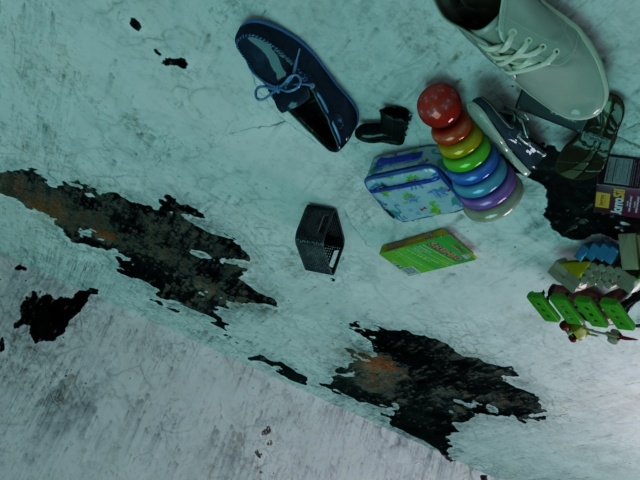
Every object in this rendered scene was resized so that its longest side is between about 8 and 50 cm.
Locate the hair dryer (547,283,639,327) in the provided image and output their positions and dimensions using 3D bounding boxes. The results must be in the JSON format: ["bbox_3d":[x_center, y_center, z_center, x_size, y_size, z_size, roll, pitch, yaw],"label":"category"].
[{"bbox_3d":[0.722,0.142,2.040,0.293,0.080,0.224,2,143,27],"label":"hair dryer"}]

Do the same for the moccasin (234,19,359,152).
[{"bbox_3d":[-0.043,-0.316,1.692,0.342,0.117,0.137,36,148,-27],"label":"moccasin"}]

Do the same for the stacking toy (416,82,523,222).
[{"bbox_3d":[0.300,-0.194,1.694,0.141,0.141,0.330,-6,135,39],"label":"stacking toy"}]

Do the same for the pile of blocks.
[{"bbox_3d":[0.711,0.048,1.879,0.112,0.149,0.362,-13,-171,-41],"label":"pile of blocks"}]

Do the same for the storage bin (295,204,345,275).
[{"bbox_3d":[0.000,0.000,2.209,0.084,0.122,0.180,10,150,18],"label":"storage bin"}]

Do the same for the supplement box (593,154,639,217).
[{"bbox_3d":[0.657,-0.103,1.644,0.188,0.081,0.104,9,150,21],"label":"supplement box"}]

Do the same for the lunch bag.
[{"bbox_3d":[0.221,-0.131,1.877,0.218,0.090,0.176,-7,139,39],"label":"lunch bag"}]

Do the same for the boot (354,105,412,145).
[{"bbox_3d":[0.136,-0.252,1.764,0.121,0.045,0.099,10,153,5],"label":"boot"}]

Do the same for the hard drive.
[{"bbox_3d":[0.442,-0.264,1.523,0.135,0.022,0.094,24,140,13],"label":"hard drive"}]

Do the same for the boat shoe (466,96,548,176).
[{"bbox_3d":[0.377,-0.216,1.609,0.079,0.095,0.254,-43,130,11],"label":"boat shoe"}]

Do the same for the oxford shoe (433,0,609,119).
[{"bbox_3d":[0.329,-0.343,1.370,0.169,0.130,0.449,-17,131,44],"label":"oxford shoe"}]

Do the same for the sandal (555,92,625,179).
[{"bbox_3d":[0.530,-0.204,1.584,0.089,0.060,0.219,24,138,15],"label":"sandal"}]

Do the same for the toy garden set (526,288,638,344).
[{"bbox_3d":[0.662,0.187,1.997,0.244,0.049,0.204,2,144,49],"label":"toy garden set"}]

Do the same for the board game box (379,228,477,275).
[{"bbox_3d":[0.288,0.033,2.171,0.124,0.039,0.259,36,151,-27],"label":"board game box"}]
